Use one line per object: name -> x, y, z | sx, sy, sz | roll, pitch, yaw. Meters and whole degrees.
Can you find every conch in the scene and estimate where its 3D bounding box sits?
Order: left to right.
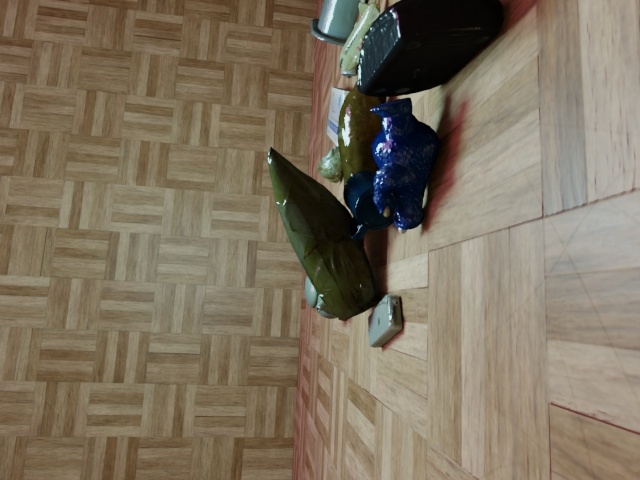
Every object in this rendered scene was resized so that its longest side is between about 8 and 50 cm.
conch -> 0.050, -0.300, 1.733 | 0.173, 0.106, 0.116 | -57, 1, 35

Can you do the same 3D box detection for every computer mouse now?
computer mouse -> 0.154, -0.317, 0.696 | 0.269, 0.170, 0.100 | 173, 86, -79

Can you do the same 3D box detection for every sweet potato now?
sweet potato -> 0.112, -0.217, 1.179 | 0.130, 0.131, 0.422 | -104, 10, -66

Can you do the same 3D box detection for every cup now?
cup -> 0.123, -0.080, 1.050 | 0.138, 0.114, 0.149 | -109, 14, -67

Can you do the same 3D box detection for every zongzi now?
zongzi -> 0.000, 0.000, 1.086 | 0.393, 0.174, 0.355 | 49, -162, -55

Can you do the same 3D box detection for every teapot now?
teapot -> 0.024, 0.111, 1.515 | 0.220, 0.149, 0.317 | 133, 140, -76

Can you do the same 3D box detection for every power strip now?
power strip -> 0.146, 0.189, 1.010 | 0.192, 0.035, 0.081 | 109, 164, -61

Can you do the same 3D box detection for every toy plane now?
toy plane -> 0.124, -0.614, 1.321 | 0.256, 0.104, 0.241 | 109, 161, -62

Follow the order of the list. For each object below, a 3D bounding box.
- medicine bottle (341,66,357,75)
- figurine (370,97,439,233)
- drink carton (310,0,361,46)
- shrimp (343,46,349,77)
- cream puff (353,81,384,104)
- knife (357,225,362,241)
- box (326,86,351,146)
medicine bottle -> 0.109, -0.662, 1.615 | 0.058, 0.058, 0.091 | -118, 33, -75
figurine -> 0.162, -0.137, 0.808 | 0.164, 0.121, 0.262 | -58, -39, -46
drink carton -> 0.081, -0.820, 1.554 | 0.191, 0.186, 0.189 | -92, 21, -44
shrimp -> 0.113, -0.721, 1.736 | 0.124, 0.034, 0.178 | 93, 171, -47
cream puff -> 0.131, -0.410, 1.243 | 0.149, 0.085, 0.148 | -175, 90, -80
knife -> 0.121, -0.075, 1.360 | 0.044, 0.026, 0.296 | 144, 131, -64
box -> 0.082, -0.487, 1.699 | 0.343, 0.065, 0.200 | -105, 20, -67
